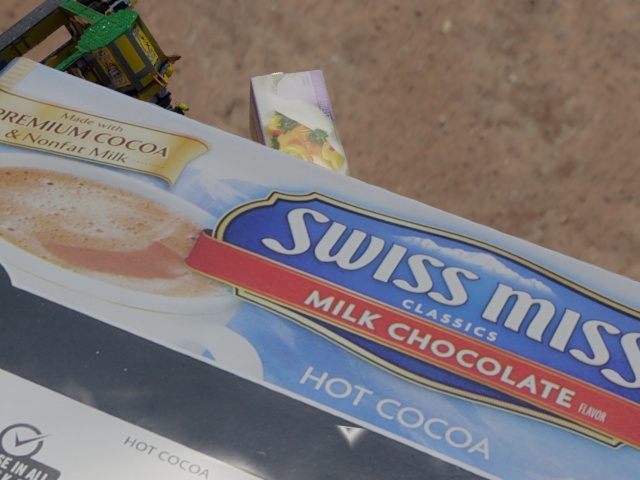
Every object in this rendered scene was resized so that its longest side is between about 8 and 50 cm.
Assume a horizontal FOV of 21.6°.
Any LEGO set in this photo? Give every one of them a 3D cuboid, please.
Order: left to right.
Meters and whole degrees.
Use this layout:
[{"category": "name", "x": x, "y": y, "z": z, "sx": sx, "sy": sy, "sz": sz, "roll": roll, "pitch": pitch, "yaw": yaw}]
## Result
[{"category": "LEGO set", "x": -0.255, "y": -0.068, "z": 1.535, "sx": 0.331, "sy": 0.255, "sz": 0.192, "roll": -44, "pitch": 122, "yaw": -18}]

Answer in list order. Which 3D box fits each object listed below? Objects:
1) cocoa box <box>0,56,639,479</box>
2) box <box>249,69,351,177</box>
[{"category": "cocoa box", "x": -0.029, "y": 0.121, "z": 0.658, "sx": 0.347, "sy": 0.231, "sz": 0.228, "roll": 21, "pitch": 44, "yaw": 14}, {"category": "box", "x": 0.000, "y": 0.000, "z": 1.293, "sx": 0.063, "sy": 0.067, "sz": 0.324, "roll": -8, "pitch": 51, "yaw": -8}]
